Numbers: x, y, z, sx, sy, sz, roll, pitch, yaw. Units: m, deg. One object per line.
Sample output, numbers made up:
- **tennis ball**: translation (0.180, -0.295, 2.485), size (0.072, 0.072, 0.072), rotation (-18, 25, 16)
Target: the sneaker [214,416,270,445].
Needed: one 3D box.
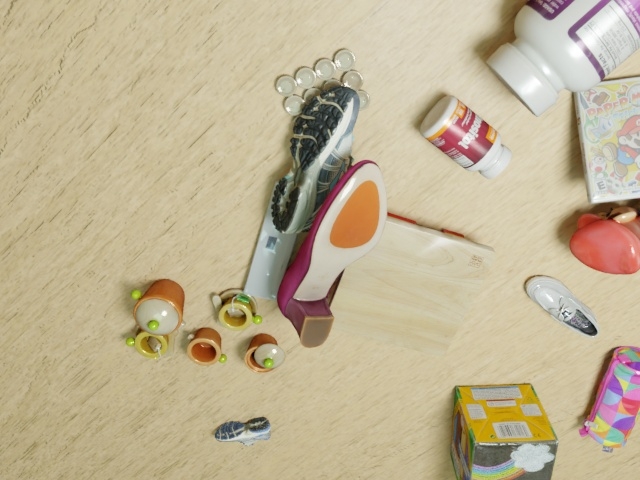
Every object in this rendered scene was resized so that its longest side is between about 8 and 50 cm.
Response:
- **sneaker**: translation (-0.180, 0.460, 1.385), size (0.136, 0.052, 0.058), rotation (-9, 121, 6)

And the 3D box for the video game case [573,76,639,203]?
- **video game case**: translation (0.563, -0.178, 1.008), size (0.227, 0.026, 0.206), rotation (-7, 88, 4)

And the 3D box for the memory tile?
- **memory tile**: translation (0.005, -0.257, 1.032), size (0.148, 0.012, 0.113), rotation (-21, 115, 10)

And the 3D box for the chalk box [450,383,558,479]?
- **chalk box**: translation (0.399, 0.491, 1.326), size (0.181, 0.179, 0.288), rotation (-2, 118, 0)

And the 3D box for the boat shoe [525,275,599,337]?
- **boat shoe**: translation (0.498, 0.140, 1.205), size (0.184, 0.063, 0.066), rotation (39, 111, -18)

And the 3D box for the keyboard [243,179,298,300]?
- **keyboard**: translation (-0.087, 0.006, 1.162), size (0.072, 0.014, 0.255), rotation (16, 113, -5)

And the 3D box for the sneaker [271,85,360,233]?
- **sneaker**: translation (0.009, -0.139, 1.052), size (0.122, 0.110, 0.282), rotation (4, 123, -37)

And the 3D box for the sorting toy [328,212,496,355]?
- **sorting toy**: translation (0.165, 0.076, 1.160), size (0.257, 0.089, 0.255), rotation (16, 117, -8)

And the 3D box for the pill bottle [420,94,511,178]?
- **pill bottle**: translation (0.257, -0.177, 1.030), size (0.152, 0.086, 0.086), rotation (33, 113, -16)

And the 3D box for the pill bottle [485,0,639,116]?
- **pill bottle**: translation (0.410, -0.338, 0.899), size (0.169, 0.169, 0.301), rotation (41, 111, -18)

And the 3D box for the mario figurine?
- **mario figurine**: translation (0.608, -0.055, 1.095), size (0.321, 0.170, 0.197), rotation (-25, 79, 2)

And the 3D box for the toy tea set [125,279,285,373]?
- **toy tea set**: translation (-0.236, 0.197, 1.206), size (0.337, 0.124, 0.199), rotation (8, 117, -3)

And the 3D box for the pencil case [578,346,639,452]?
- **pencil case**: translation (0.656, 0.349, 1.294), size (0.105, 0.104, 0.236), rotation (7, 116, -3)

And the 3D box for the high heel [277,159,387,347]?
- **high heel**: translation (0.000, 0.000, 1.066), size (0.127, 0.181, 0.377), rotation (9, 119, -27)
